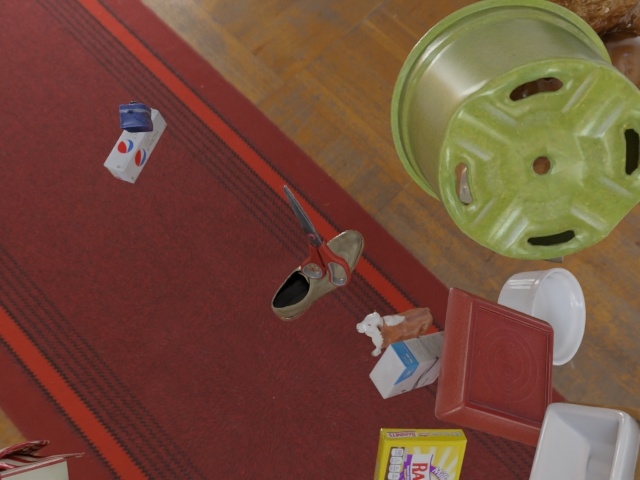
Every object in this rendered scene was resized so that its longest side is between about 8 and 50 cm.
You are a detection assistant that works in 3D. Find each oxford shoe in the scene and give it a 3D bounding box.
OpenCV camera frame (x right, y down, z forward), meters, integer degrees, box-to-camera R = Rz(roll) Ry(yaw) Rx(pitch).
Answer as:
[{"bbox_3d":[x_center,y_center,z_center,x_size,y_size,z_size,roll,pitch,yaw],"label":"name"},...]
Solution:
[{"bbox_3d":[-0.003,0.097,1.447,0.123,0.130,0.348,41,83,15],"label":"oxford shoe"}]

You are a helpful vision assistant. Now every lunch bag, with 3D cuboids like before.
[{"bbox_3d":[-0.459,-0.308,1.240,0.067,0.098,0.065,-5,93,-4],"label":"lunch bag"}]

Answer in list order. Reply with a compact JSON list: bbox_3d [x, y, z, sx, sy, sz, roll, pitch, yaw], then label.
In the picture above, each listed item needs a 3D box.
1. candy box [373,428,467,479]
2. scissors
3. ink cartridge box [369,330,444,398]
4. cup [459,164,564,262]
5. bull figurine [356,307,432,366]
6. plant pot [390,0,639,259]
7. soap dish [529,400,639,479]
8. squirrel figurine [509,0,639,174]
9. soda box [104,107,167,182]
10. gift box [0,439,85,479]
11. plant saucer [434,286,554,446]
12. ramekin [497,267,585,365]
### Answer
[{"bbox_3d":[0.118,0.332,0.640,0.105,0.027,0.206,1,109,-8],"label":"candy box"},{"bbox_3d":[0.000,0.000,0.953,0.108,0.297,0.021,11,55,15],"label":"scissors"},{"bbox_3d":[0.202,0.251,1.028,0.180,0.104,0.060,-5,43,-35],"label":"ink cartridge box"},{"bbox_3d":[0.484,-0.115,1.255,0.236,0.331,0.331,2,70,27],"label":"cup"},{"bbox_3d":[0.240,0.299,1.603,0.310,0.189,0.101,-5,33,-36],"label":"bull figurine"},{"bbox_3d":[0.210,-0.114,0.537,0.275,0.254,0.276,4,115,8],"label":"plant pot"},{"bbox_3d":[0.410,0.394,0.738,0.118,0.229,0.291,20,74,-1],"label":"soap dish"},{"bbox_3d":[0.384,-0.272,0.811,0.370,0.281,0.397,-2,99,-34],"label":"squirrel figurine"},{"bbox_3d":[-0.535,-0.280,1.452,0.069,0.074,0.216,17,70,12],"label":"soda box"},{"bbox_3d":[-0.510,0.462,0.773,0.255,0.276,0.258,-1,71,-43],"label":"gift box"},{"bbox_3d":[0.357,0.243,0.972,0.259,0.047,0.259,21,66,-17],"label":"plant saucer"},{"bbox_3d":[0.650,0.219,1.483,0.277,0.135,0.278,1,88,-34],"label":"ramekin"}]
